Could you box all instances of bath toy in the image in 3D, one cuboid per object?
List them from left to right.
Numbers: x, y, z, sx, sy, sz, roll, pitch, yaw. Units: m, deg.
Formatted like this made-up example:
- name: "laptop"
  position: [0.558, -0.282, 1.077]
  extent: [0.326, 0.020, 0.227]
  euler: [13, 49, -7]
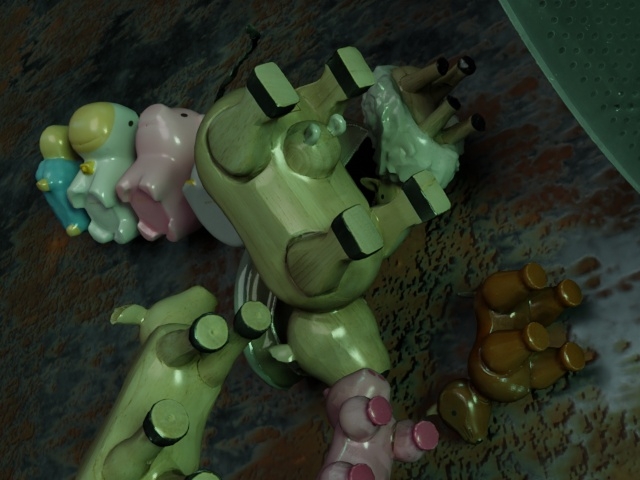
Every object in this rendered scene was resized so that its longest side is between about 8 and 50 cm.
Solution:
- name: "bath toy"
  position: [-0.158, -0.077, 0.772]
  extent: [0.348, 0.151, 0.129]
  euler: [6, 37, 40]

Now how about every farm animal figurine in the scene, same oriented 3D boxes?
- name: "farm animal figurine"
  position: [-0.011, 0.029, 0.491]
  extent: [0.172, 0.330, 0.327]
  euler: [-37, 63, 50]

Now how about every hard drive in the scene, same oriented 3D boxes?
- name: "hard drive"
  position: [0.211, -0.127, 0.420]
  extent: [0.172, 0.254, 0.054]
  euler: [-41, 32, 16]

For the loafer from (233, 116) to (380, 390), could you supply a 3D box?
- name: "loafer"
  position: [0.000, 0.000, 0.621]
  extent: [0.087, 0.094, 0.251]
  euler: [-1, 68, 35]
